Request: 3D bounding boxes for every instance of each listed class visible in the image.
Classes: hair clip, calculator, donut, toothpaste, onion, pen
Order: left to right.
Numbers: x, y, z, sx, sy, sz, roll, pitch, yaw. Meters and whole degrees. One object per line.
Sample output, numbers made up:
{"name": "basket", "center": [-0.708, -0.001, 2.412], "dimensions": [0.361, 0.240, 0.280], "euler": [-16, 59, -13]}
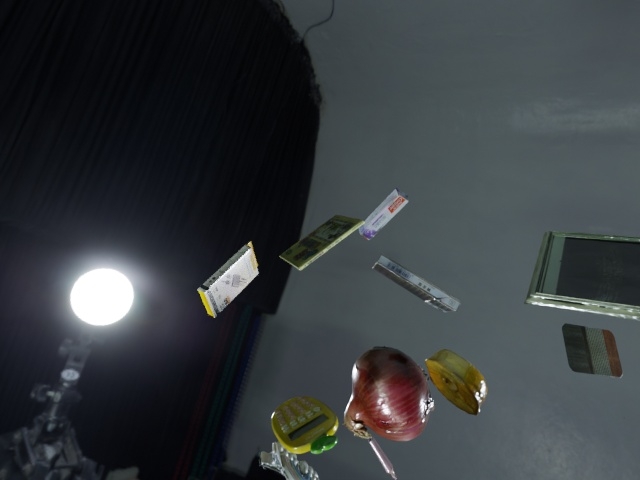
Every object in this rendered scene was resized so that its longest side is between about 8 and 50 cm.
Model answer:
{"name": "hair clip", "center": [-0.072, 0.621, 1.187], "dimensions": [0.220, 0.054, 0.140], "euler": [48, 178, -19]}
{"name": "calculator", "center": [-0.038, 0.454, 1.097], "dimensions": [0.147, 0.032, 0.235], "euler": [-23, -162, -22]}
{"name": "toothpaste", "center": [0.196, -0.081, 1.407], "dimensions": [0.047, 0.040, 0.196], "euler": [29, 127, -19]}
{"name": "pen", "center": [0.268, 0.930, 1.895], "dimensions": [0.197, 0.032, 0.053], "euler": [56, -178, 7]}
{"name": "onion", "center": [0.258, 0.549, 1.625], "dimensions": [0.354, 0.353, 0.353], "euler": [15, 167, 4]}
{"name": "donut", "center": [0.364, 0.365, 1.183], "dimensions": [0.190, 0.075, 0.174], "euler": [59, 162, -19]}

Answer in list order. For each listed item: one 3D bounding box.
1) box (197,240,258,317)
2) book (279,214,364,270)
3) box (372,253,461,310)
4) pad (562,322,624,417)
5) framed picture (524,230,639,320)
{"name": "box", "center": [-0.282, 0.121, 1.431], "dimensions": [0.033, 0.247, 0.129], "euler": [21, 141, 28]}
{"name": "book", "center": [0.000, 0.000, 1.097], "dimensions": [0.013, 0.192, 0.168], "euler": [58, 167, -18]}
{"name": "box", "center": [0.349, 0.163, 1.656], "dimensions": [0.325, 0.047, 0.180], "euler": [32, 171, 7]}
{"name": "pad", "center": [0.942, 0.439, 1.477], "dimensions": [0.250, 0.322, 0.055], "euler": [11, 136, -19]}
{"name": "framed picture", "center": [0.477, 0.045, 0.728], "dimensions": [0.231, 0.018, 0.293], "euler": [6, -155, 29]}
